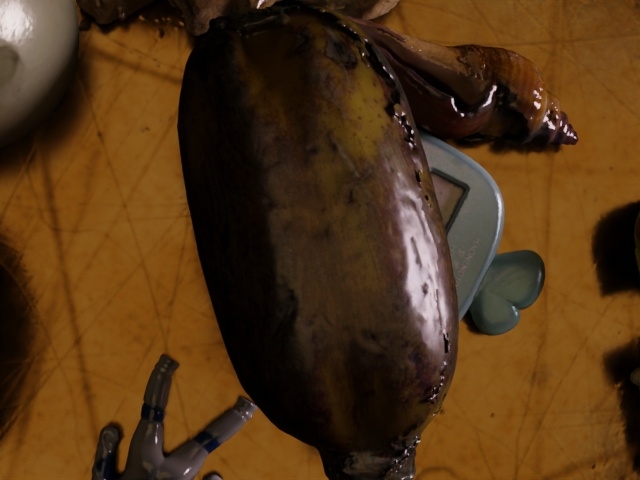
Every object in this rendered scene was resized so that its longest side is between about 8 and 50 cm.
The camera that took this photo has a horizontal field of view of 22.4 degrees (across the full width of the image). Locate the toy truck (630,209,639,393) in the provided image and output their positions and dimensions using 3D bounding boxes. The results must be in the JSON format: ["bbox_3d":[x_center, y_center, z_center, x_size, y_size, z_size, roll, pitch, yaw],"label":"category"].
[{"bbox_3d":[0.336,0.081,1.360,0.157,0.124,0.272,-11,91,6],"label":"toy truck"}]

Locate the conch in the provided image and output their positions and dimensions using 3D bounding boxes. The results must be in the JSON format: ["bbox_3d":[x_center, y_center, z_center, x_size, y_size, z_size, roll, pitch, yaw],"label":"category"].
[{"bbox_3d":[0.110,-0.128,1.370,0.233,0.080,0.086,7,52,-10],"label":"conch"}]

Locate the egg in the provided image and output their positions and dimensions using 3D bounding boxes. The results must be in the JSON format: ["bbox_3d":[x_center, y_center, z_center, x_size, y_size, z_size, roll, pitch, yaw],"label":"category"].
[{"bbox_3d":[-0.309,-0.175,1.263,0.219,0.269,0.219,-8,75,32],"label":"egg"}]

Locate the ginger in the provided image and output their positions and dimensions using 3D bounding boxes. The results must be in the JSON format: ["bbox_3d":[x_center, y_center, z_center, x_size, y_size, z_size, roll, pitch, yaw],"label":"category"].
[{"bbox_3d":[-0.064,-0.213,1.371,0.288,0.075,0.089,3,62,1],"label":"ginger"}]

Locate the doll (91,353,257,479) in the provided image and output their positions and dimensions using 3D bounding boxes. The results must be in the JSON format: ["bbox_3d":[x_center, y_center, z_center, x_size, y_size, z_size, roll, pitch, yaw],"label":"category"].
[{"bbox_3d":[-0.150,0.215,1.352,0.114,0.057,0.227,29,76,-8],"label":"doll"}]

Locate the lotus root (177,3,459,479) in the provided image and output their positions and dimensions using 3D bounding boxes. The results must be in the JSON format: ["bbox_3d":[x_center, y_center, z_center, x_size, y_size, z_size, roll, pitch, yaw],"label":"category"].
[{"bbox_3d":[0.000,0.000,1.269,0.196,0.179,0.397,-14,85,13],"label":"lotus root"}]

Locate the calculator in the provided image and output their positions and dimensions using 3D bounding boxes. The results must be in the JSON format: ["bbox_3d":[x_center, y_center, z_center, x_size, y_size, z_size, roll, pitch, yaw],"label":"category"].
[{"bbox_3d":[0.050,-0.010,1.384,0.295,0.042,0.184,27,85,1],"label":"calculator"}]
